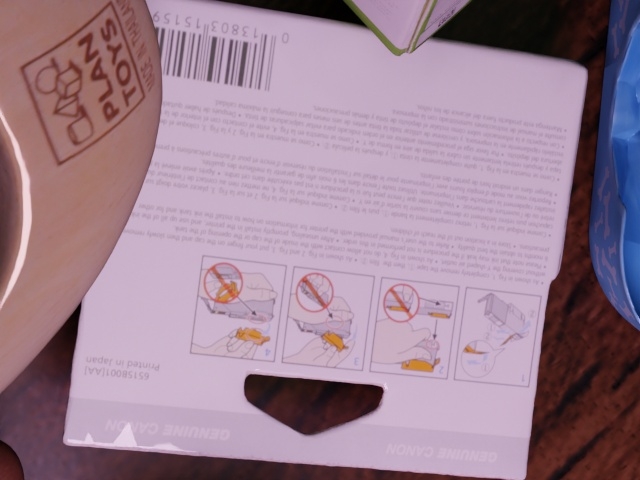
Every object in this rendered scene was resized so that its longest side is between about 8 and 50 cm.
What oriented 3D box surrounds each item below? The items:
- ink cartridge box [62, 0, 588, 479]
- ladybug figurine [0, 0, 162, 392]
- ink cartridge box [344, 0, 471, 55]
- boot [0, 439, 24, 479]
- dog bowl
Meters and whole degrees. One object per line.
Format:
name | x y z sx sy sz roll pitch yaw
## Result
ink cartridge box | 0.000 0.000 0.967 0.275 0.060 0.238 7 93 -19
ladybug figurine | -0.273 -0.016 0.794 0.449 0.162 0.305 -33 129 -22
ink cartridge box | 0.023 -0.215 0.828 0.097 0.255 0.189 -42 85 -11
boot | -0.059 0.203 0.946 0.281 0.096 0.264 -12 98 -18
dog bowl | 0.240 -0.068 1.034 0.166 0.074 0.297 4 93 -19
